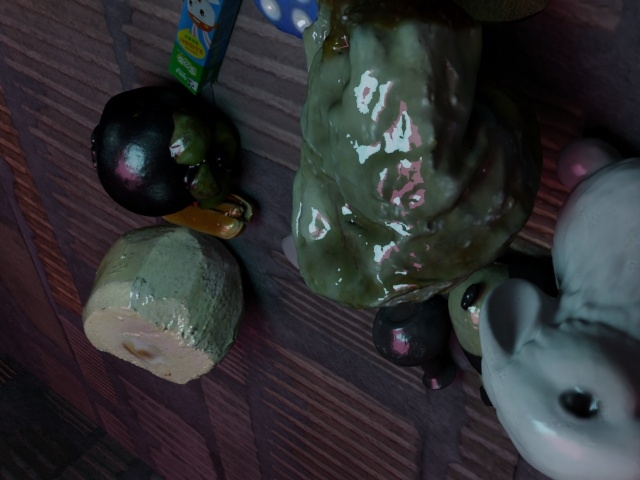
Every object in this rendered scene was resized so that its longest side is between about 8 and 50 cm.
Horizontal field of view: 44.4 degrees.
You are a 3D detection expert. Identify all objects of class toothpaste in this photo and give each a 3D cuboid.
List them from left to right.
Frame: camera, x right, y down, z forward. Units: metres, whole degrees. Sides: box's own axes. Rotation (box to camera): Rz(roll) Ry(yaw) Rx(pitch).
[{"bbox_3d":[-0.158,-0.317,1.112,0.065,0.050,0.266,42,147,5],"label":"toothpaste"}]

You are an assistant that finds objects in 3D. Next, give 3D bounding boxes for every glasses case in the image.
[{"bbox_3d":[0.000,0.000,1.252,0.074,0.049,0.193,51,147,-5],"label":"glasses case"}]

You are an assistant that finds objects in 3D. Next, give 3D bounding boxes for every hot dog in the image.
[{"bbox_3d":[-0.212,-0.060,1.392,0.236,0.092,0.062,12,153,39],"label":"hot dog"}]

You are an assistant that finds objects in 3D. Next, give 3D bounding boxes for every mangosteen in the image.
[{"bbox_3d":[-0.251,-0.140,1.268,0.243,0.243,0.242,29,142,26],"label":"mangosteen"}]

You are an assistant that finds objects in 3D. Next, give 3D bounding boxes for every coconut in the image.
[{"bbox_3d":[-0.289,0.104,1.491,0.297,0.254,0.297,13,140,11],"label":"coconut"}]

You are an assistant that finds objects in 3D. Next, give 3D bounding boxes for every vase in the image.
[{"bbox_3d":[0.154,0.159,1.196,0.120,0.120,0.183,13,148,41],"label":"vase"}]

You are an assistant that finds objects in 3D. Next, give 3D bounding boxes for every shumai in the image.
[{"bbox_3d":[0.054,-0.119,0.784,0.263,0.304,0.309,56,176,-40],"label":"shumai"}]

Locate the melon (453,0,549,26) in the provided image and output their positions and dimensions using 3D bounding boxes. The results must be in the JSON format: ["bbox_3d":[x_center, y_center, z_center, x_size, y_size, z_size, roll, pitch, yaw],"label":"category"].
[{"bbox_3d":[0.153,-0.287,0.767,0.160,0.079,0.128,38,146,15],"label":"melon"}]

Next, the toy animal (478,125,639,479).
[{"bbox_3d":[0.270,0.064,0.742,0.258,0.357,0.193,33,146,24],"label":"toy animal"}]

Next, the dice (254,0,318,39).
[{"bbox_3d":[0.006,-0.311,0.854,0.146,0.146,0.143,31,145,30],"label":"dice"}]

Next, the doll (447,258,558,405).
[{"bbox_3d":[0.243,0.118,1.028,0.144,0.135,0.234,12,136,45],"label":"doll"}]
